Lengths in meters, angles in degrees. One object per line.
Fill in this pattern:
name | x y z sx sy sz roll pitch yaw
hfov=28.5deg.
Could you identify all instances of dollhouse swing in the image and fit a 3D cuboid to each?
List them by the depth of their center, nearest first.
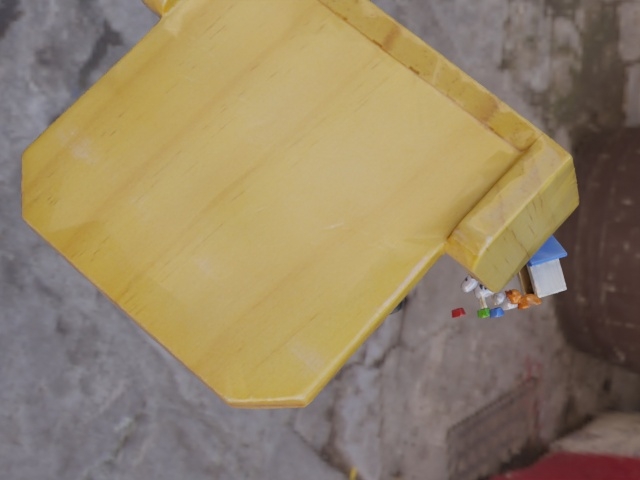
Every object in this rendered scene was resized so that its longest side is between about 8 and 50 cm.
dollhouse swing | -0.016 -0.042 1.053 0.305 0.347 0.315 -52 165 2

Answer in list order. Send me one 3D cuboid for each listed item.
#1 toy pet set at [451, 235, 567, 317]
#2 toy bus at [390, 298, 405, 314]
toy pet set | 0.195 0.033 1.288 0.114 0.122 0.065 -16 91 -16
toy bus | 0.000 0.000 1.515 0.220 0.211 0.149 -66 152 -72
